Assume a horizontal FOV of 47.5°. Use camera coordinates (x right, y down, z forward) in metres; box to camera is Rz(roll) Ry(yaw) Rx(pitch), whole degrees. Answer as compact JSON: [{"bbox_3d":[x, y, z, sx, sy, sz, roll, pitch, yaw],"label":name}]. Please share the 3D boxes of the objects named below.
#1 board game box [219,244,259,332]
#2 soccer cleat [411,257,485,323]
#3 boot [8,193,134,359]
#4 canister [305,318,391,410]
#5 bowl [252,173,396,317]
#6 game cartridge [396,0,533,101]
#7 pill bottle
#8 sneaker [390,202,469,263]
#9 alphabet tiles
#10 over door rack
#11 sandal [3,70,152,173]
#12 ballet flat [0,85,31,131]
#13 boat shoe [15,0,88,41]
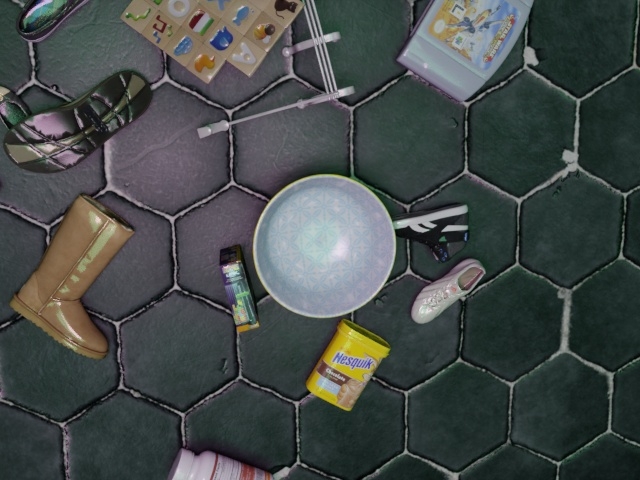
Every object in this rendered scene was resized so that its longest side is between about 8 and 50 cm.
[{"bbox_3d":[-0.167,0.094,1.488,0.048,0.170,0.141,-16,102,-4],"label":"board game box"},{"bbox_3d":[0.280,0.112,1.606,0.196,0.076,0.068,-42,104,1],"label":"soccer cleat"},{"bbox_3d":[-0.469,0.079,1.484,0.236,0.089,0.269,36,92,-13],"label":"boot"},{"bbox_3d":[0.059,0.277,1.608,0.126,0.073,0.169,29,97,-12],"label":"canister"},{"bbox_3d":[0.000,0.000,1.502,0.290,0.156,0.289,-2,101,-8],"label":"bowl"},{"bbox_3d":[0.315,-0.453,1.518,0.198,0.062,0.297,30,95,-9],"label":"game cartridge"},{"bbox_3d":[-0.220,0.534,1.590,0.216,0.121,0.121,24,96,-11],"label":"pill bottle"},{"bbox_3d":[0.225,-0.002,1.574,0.217,0.079,0.121,-12,101,-8],"label":"sneaker"},{"bbox_3d":[-0.213,-0.474,1.386,0.343,0.011,0.285,38,92,10],"label":"alphabet tiles"},{"bbox_3d":[-0.115,-0.366,1.452,0.325,0.108,0.239,-14,101,8],"label":"over door rack"},{"bbox_3d":[-0.470,-0.229,1.431,0.303,0.086,0.120,-33,113,-19],"label":"sandal"},{"bbox_3d":[-0.590,-0.226,1.425,0.058,0.049,0.173,-30,104,0],"label":"ballet flat"},{"bbox_3d":[-0.495,-0.471,1.379,0.228,0.076,0.080,-43,104,1],"label":"boat shoe"}]
